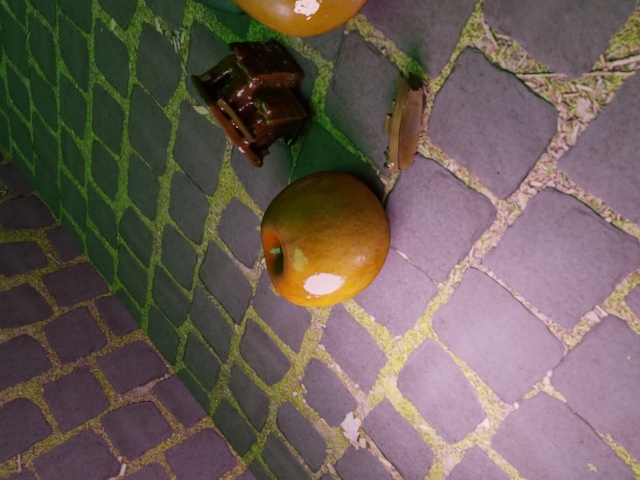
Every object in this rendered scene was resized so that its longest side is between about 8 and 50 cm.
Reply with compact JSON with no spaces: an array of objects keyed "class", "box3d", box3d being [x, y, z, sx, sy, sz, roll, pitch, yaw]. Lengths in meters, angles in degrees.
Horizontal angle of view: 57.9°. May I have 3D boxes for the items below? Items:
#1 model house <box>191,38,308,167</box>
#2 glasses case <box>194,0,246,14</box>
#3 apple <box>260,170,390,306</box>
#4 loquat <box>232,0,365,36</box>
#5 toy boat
[{"class":"model house","box3d":[-0.139,-0.331,1.336,0.229,0.219,0.199,-40,64,4]},{"class":"glasses case","box3d":[-0.262,-0.625,1.402,0.282,0.067,0.109,33,136,34]},{"class":"apple","box3d":[0.000,0.000,1.294,0.299,0.275,0.299,30,132,41]},{"class":"loquat","box3d":[-0.027,-0.534,1.003,0.359,0.328,0.329,-32,85,42]},{"class":"toy boat","box3d":[0.162,-0.233,1.159,0.072,0.064,0.206,45,138,48]}]
